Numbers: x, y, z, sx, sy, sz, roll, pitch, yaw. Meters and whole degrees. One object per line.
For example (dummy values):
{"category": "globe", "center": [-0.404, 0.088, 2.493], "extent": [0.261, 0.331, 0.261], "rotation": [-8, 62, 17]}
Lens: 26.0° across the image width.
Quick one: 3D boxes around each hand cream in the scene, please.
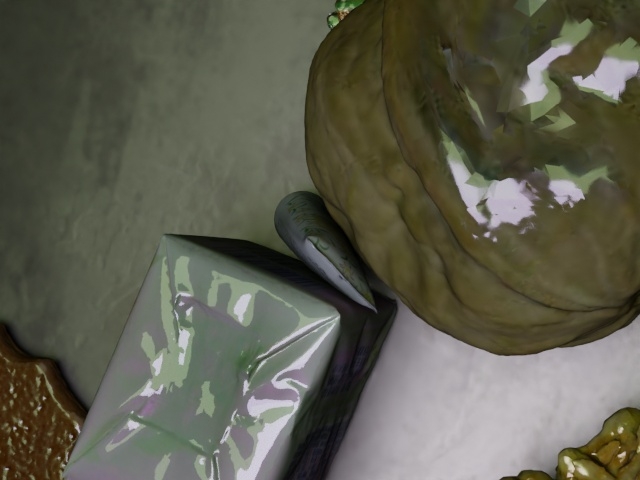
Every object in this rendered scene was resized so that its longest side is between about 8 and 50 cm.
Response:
{"category": "hand cream", "center": [0.000, 0.000, 0.946], "extent": [0.042, 0.194, 0.067], "rotation": [-39, 107, 0]}

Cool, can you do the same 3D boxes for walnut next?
{"category": "walnut", "center": [0.140, -0.074, 0.871], "extent": [0.253, 0.282, 0.277], "rotation": [-27, 84, -28]}

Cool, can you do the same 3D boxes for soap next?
{"category": "soap", "center": [-0.055, 0.101, 0.948], "extent": [0.138, 0.199, 0.182], "rotation": [23, 94, 13]}

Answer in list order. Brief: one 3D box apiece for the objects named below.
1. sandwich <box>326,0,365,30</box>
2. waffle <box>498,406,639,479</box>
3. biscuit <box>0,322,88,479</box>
{"category": "sandwich", "center": [0.045, -0.140, 1.024], "extent": [0.101, 0.026, 0.069], "rotation": [24, 97, 19]}
{"category": "waffle", "center": [0.209, 0.250, 0.892], "extent": [0.291, 0.051, 0.291], "rotation": [2, 81, -12]}
{"category": "biscuit", "center": [-0.262, 0.163, 1.088], "extent": [0.215, 0.034, 0.182], "rotation": [29, 96, 13]}
